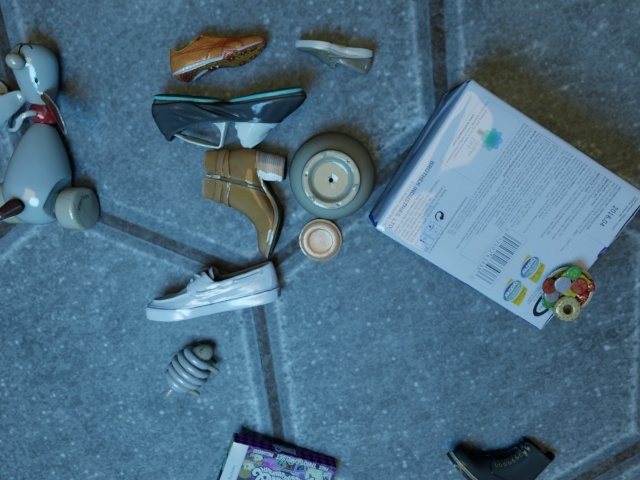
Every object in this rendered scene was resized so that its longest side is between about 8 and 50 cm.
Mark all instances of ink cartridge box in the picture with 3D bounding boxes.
[{"bbox_3d":[0.319,-0.040,0.725,0.395,0.151,0.270,31,103,-3],"label":"ink cartridge box"}]

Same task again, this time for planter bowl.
[{"bbox_3d":[0.020,-0.110,0.746,0.161,0.109,0.162,0,102,2],"label":"planter bowl"}]

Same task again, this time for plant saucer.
[{"bbox_3d":[0.000,0.000,0.820,0.083,0.013,0.084,1,103,3],"label":"plant saucer"}]

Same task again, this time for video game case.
[{"bbox_3d":[-0.108,0.535,0.900,0.231,0.042,0.210,20,95,-10],"label":"video game case"}]

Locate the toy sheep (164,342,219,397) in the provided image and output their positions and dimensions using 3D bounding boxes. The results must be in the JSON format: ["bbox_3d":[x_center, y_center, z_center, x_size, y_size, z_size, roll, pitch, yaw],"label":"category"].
[{"bbox_3d":[-0.263,0.262,0.854,0.091,0.091,0.132,39,83,-6],"label":"toy sheep"}]

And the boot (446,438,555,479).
[{"bbox_3d":[0.369,0.444,0.876,0.197,0.077,0.137,34,97,-18],"label":"boot"}]

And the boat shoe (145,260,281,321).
[{"bbox_3d":[-0.208,0.092,0.819,0.257,0.095,0.084,-11,98,-6],"label":"boat shoe"}]

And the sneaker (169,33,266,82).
[{"bbox_3d":[-0.180,-0.329,0.733,0.175,0.064,0.068,-13,91,3],"label":"sneaker"}]

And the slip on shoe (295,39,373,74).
[{"bbox_3d":[0.022,-0.317,0.734,0.135,0.051,0.041,7,114,-5],"label":"slip on shoe"}]

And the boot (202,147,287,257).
[{"bbox_3d":[-0.144,-0.071,0.786,0.152,0.073,0.197,6,94,3],"label":"boot"}]

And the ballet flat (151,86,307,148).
[{"bbox_3d":[-0.157,-0.213,0.748,0.280,0.095,0.096,2,112,13],"label":"ballet flat"}]

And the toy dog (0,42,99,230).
[{"bbox_3d":[-0.514,-0.159,0.734,0.220,0.161,0.334,-19,101,6],"label":"toy dog"}]

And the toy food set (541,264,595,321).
[{"bbox_3d":[0.386,0.080,0.666,0.082,0.020,0.083,40,103,-8],"label":"toy food set"}]
